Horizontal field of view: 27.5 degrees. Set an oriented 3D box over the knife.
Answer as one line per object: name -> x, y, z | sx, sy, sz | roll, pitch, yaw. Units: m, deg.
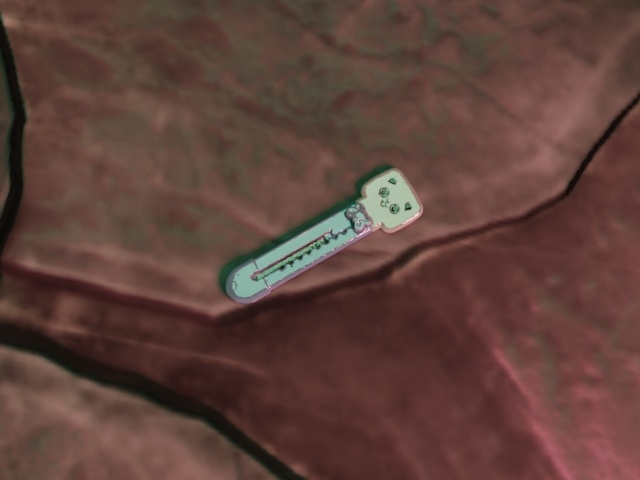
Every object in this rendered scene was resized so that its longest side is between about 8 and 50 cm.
knife -> 0.000, 0.000, 0.580 | 0.096, 0.010, 0.027 | -30, 78, -1
